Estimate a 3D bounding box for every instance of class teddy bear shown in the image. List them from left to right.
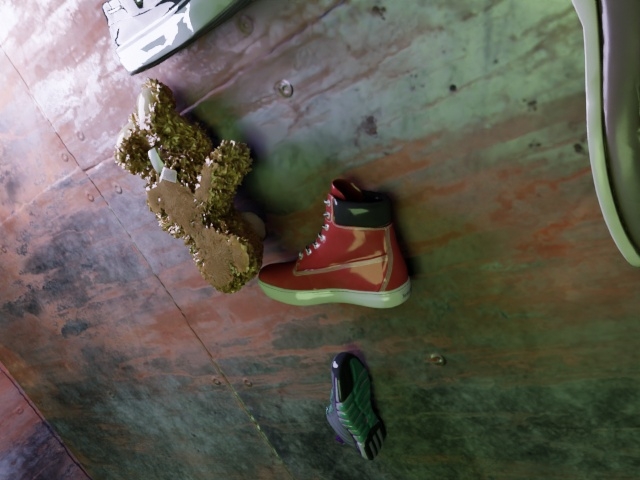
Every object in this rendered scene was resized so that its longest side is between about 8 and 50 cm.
[{"bbox_3d":[-0.188,-0.083,0.911,0.338,0.113,0.245,41,126,17],"label":"teddy bear"}]

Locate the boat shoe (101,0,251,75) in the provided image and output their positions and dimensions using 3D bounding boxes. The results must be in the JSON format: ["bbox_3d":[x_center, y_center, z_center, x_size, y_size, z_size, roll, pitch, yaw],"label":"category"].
[{"bbox_3d":[-0.173,-0.304,0.722,0.335,0.121,0.119,-13,117,42],"label":"boat shoe"}]

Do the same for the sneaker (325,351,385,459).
[{"bbox_3d":[0.035,0.279,1.017,0.098,0.083,0.224,6,124,37],"label":"sneaker"}]

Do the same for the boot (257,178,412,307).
[{"bbox_3d":[0.000,0.000,0.848,0.244,0.088,0.176,-3,114,32],"label":"boot"}]

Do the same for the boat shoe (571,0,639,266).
[{"bbox_3d":[0.281,-0.136,0.498,0.096,0.116,0.325,-5,99,42],"label":"boat shoe"}]
